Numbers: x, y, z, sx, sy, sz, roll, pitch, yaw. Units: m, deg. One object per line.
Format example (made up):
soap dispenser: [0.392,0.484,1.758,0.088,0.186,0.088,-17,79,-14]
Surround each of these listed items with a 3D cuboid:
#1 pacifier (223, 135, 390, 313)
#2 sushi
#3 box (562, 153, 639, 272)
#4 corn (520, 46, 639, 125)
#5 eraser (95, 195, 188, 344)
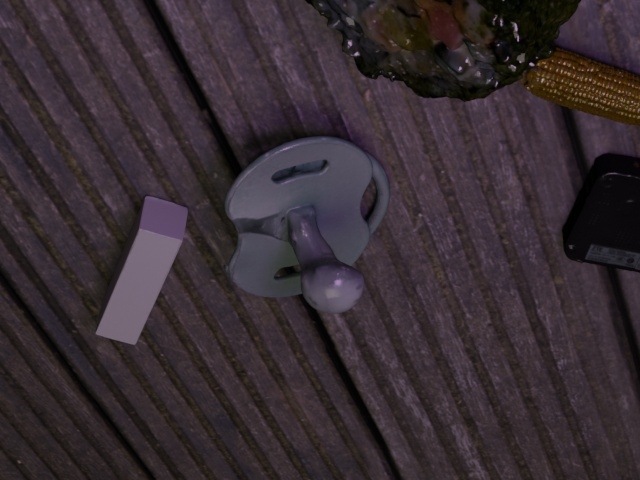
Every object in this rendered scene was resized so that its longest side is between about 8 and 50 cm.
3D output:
pacifier: [0.000,0.000,2.228,0.288,0.269,0.343,-18,142,-13]
sushi: [0.150,-0.323,1.826,0.352,0.178,0.294,16,146,40]
box: [0.579,-0.026,2.296,0.350,0.058,0.211,10,138,-5]
corn: [0.391,-0.223,2.082,0.238,0.080,0.080,17,136,-12]
eraser: [-0.305,0.055,2.435,0.076,0.078,0.298,16,136,-13]
